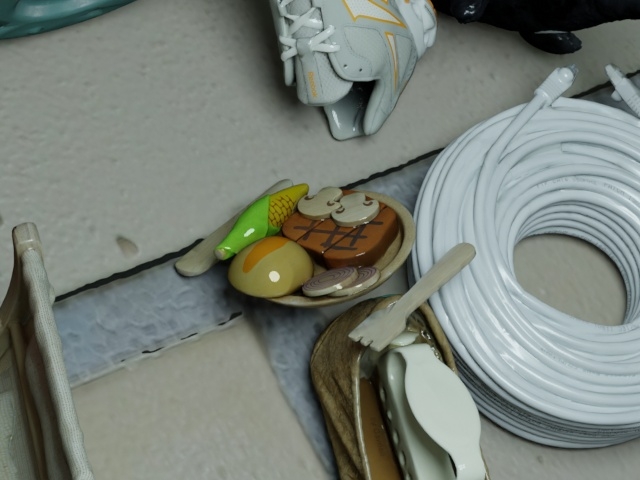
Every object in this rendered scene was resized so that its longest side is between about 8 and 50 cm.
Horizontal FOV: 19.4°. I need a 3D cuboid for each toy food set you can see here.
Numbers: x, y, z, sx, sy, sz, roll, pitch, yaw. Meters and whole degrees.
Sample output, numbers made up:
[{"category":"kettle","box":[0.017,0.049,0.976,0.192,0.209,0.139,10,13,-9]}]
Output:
[{"category":"toy food set","box":[0.000,0.000,1.263,0.192,0.039,0.132,19,48,39]}]

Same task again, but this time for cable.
[{"category":"cable","box":[0.182,0.022,1.346,0.257,0.089,0.257,-32,77,-27]}]

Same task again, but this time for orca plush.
[{"category":"orca plush","box":[0.146,-0.167,1.354,0.102,0.151,0.287,-37,47,-22]}]

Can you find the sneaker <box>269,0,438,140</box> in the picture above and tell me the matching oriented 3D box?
[{"category":"sneaker","box":[0.004,-0.164,1.307,0.099,0.262,0.121,5,64,31]}]

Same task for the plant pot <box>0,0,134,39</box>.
[{"category":"plant pot","box":[-0.196,-0.277,1.274,0.293,0.293,0.235,-20,86,-25]}]

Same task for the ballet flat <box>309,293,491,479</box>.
[{"category":"ballet flat","box":[0.082,0.185,1.211,0.116,0.124,0.342,-5,66,-21]}]

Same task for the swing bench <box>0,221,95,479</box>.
[{"category":"swing bench","box":[-0.267,0.129,1.064,0.254,0.165,0.253,1,40,-20]}]
